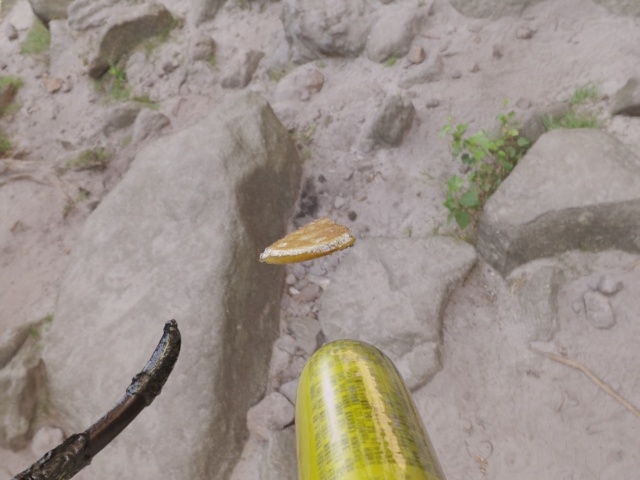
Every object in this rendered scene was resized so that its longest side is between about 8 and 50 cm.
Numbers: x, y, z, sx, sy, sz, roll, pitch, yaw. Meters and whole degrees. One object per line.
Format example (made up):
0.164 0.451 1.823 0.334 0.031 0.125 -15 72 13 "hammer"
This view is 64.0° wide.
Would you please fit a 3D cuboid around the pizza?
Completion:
0.000 0.005 0.542 0.100 0.029 0.099 -35 24 -34 "pizza"

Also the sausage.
0.039 0.195 0.459 0.123 0.123 0.347 -32 16 5 "sausage"

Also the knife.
-0.169 0.144 0.338 0.021 0.046 0.222 19 52 33 "knife"
